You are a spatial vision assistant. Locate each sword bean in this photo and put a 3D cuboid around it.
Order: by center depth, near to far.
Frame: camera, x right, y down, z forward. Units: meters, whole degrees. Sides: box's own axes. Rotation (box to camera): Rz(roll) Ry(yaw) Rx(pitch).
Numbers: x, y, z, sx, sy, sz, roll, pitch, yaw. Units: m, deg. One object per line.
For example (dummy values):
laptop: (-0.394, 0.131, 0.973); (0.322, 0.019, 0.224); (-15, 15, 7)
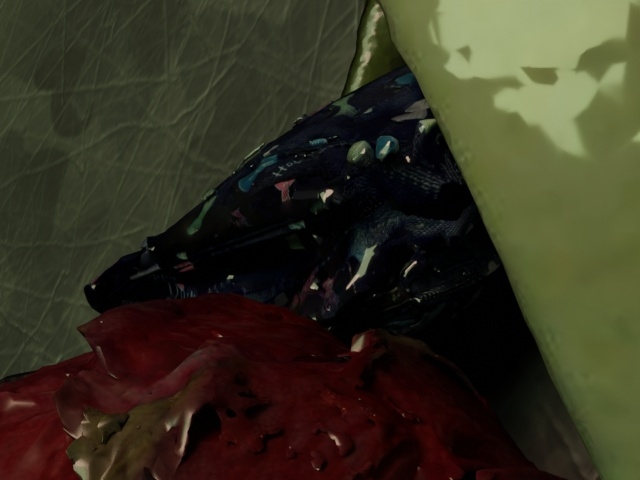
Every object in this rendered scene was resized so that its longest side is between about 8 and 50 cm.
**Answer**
sword bean: (0.049, -0.198, 0.962); (0.043, 0.038, 0.269); (-6, 72, 52)

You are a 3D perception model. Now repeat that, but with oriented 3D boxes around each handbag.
handbag: (0.000, 0.000, 0.844); (0.260, 0.162, 0.113); (-22, 99, 48)

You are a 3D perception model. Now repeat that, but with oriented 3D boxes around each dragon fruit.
dragon fruit: (-0.032, 0.178, 0.694); (0.329, 0.329, 0.329); (-27, 55, 48)

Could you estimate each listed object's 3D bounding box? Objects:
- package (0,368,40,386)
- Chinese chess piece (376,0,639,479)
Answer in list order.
package: (-0.141, 0.142, 1.098); (0.239, 0.030, 0.154); (-21, 67, 50)
Chinese chess piece: (0.123, -0.027, 0.461); (0.146, 0.349, 0.349); (-25, 50, 10)
